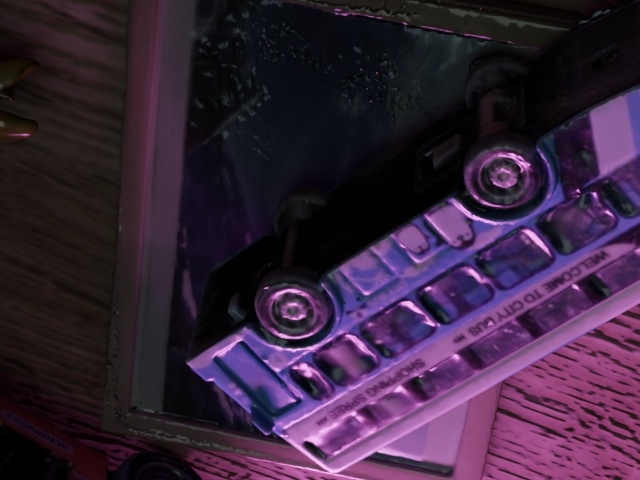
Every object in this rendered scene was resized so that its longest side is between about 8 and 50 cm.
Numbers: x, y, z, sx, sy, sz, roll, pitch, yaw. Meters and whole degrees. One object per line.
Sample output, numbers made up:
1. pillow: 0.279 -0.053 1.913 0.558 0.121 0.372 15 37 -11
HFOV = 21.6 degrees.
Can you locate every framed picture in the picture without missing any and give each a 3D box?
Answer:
1. framed picture: 0.000 0.000 0.981 0.247 0.022 0.335 11 123 4

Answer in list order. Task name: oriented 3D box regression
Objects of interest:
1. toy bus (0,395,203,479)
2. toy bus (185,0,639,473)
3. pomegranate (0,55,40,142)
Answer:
1. toy bus: -0.262 0.201 1.031 0.427 0.233 0.203 31 122 -8
2. toy bus: 0.076 0.002 0.895 0.297 0.106 0.131 -33 115 25
3. pomegranate: -0.276 -0.084 0.882 0.246 0.198 0.198 9 123 1
